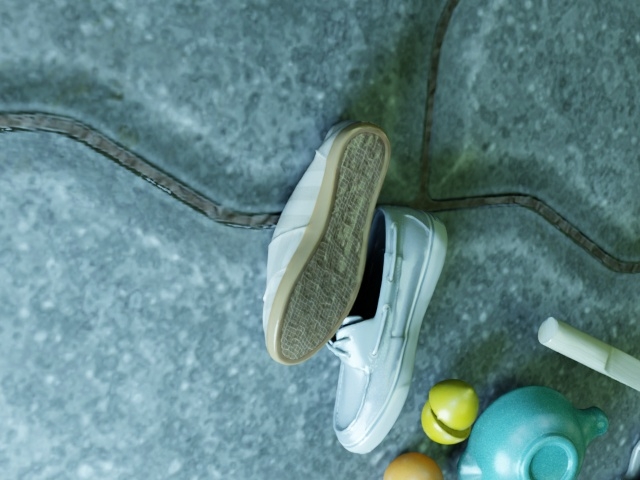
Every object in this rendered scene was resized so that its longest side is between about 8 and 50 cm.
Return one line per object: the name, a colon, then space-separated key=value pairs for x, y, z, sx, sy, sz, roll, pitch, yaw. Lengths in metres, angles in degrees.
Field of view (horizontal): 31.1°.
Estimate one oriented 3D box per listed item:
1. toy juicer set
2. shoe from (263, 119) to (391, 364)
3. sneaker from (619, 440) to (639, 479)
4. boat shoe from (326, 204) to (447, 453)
toy juicer set: x=0.193 y=0.190 z=1.169 sx=0.329 sy=0.089 sz=0.209 roll=-44 pitch=112 yaw=-6
shoe: x=0.000 y=0.000 z=0.985 sx=0.076 sy=0.058 sz=0.219 roll=16 pitch=97 yaw=-36
sneaker: x=0.430 y=0.253 z=1.350 sx=0.232 sy=0.090 sz=0.115 roll=-43 pitch=121 yaw=-17
boat shoe: x=0.042 y=0.076 z=1.032 sx=0.081 sy=0.079 sz=0.227 roll=17 pitch=90 yaw=-28
